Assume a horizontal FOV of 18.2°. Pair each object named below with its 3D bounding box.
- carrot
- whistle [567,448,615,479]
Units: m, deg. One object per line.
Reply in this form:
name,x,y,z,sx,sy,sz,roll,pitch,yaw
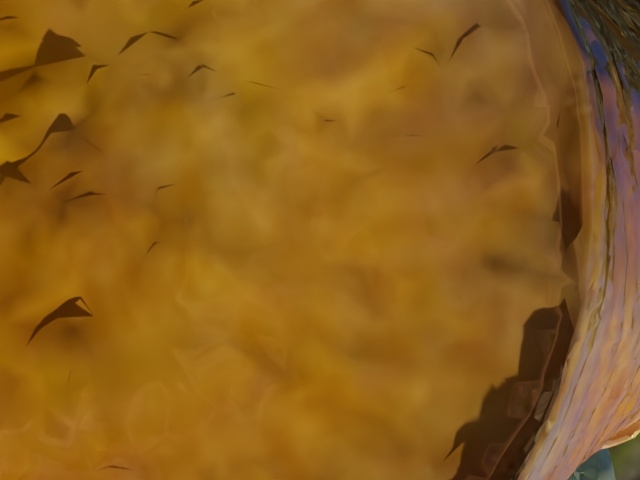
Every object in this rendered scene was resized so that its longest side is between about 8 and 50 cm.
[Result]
carrot,0.000,0.000,0.471,0.196,0.196,0.254,-50,161,12
whistle,0.079,0.056,0.672,0.126,0.067,0.258,93,4,-70
